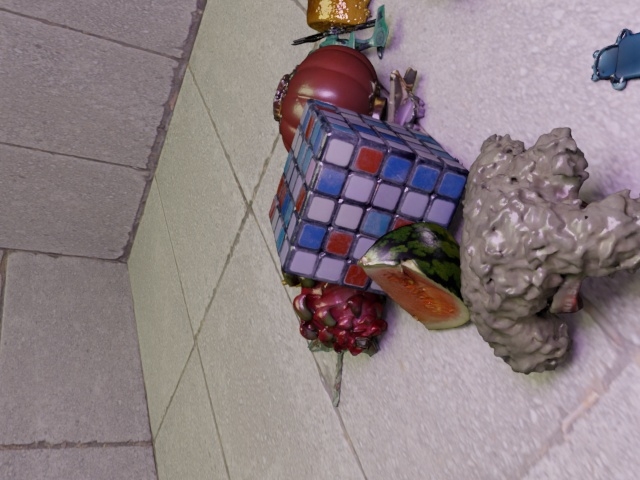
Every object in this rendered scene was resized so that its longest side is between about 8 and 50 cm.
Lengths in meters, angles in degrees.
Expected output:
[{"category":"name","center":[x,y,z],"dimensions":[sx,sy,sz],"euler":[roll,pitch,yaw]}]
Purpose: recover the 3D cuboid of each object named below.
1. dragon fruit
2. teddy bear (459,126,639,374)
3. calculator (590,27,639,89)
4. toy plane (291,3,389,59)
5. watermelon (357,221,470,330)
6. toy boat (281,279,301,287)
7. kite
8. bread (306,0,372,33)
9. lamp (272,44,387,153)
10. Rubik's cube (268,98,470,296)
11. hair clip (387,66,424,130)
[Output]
[{"category":"dragon fruit","center":[0.027,0.122,1.342],"dimensions":[0.218,0.273,0.198],"euler":[-48,28,6]},{"category":"teddy bear","center":[0.319,-0.030,0.944],"dimensions":[0.367,0.225,0.357],"euler":[-77,-1,-45]},{"category":"calculator","center":[0.466,-0.274,0.908],"dimensions":[0.141,0.019,0.094],"euler":[6,88,62]},{"category":"toy plane","center":[0.053,-0.492,1.585],"dimensions":[0.382,0.106,0.155],"euler":[6,99,57]},{"category":"watermelon","center":[0.212,0.081,1.074],"dimensions":[0.159,0.303,0.128],"euler":[-43,49,3]},{"category":"toy boat","center":[0.005,0.002,1.573],"dimensions":[0.317,0.099,0.141],"euler":[-61,39,27]},{"category":"kite","center":[0.050,0.255,1.510],"dimensions":[0.335,0.012,0.314],"euler":[-13,71,59]},{"category":"bread","center":[0.035,-0.636,1.653],"dimensions":[0.229,0.140,0.143],"euler":[18,107,61]},{"category":"lamp","center":[0.024,-0.308,1.438],"dimensions":[0.303,0.257,0.303],"euler":[15,-90,-81]},{"category":"Rubik's cube","center":[0.079,-0.087,1.214],"dimensions":[0.292,0.293,0.286],"euler":[-115,41,-63]},{"category":"hair clip","center":[0.168,-0.243,1.372],"dimensions":[0.106,0.085,0.292],"euler":[40,123,54]}]
